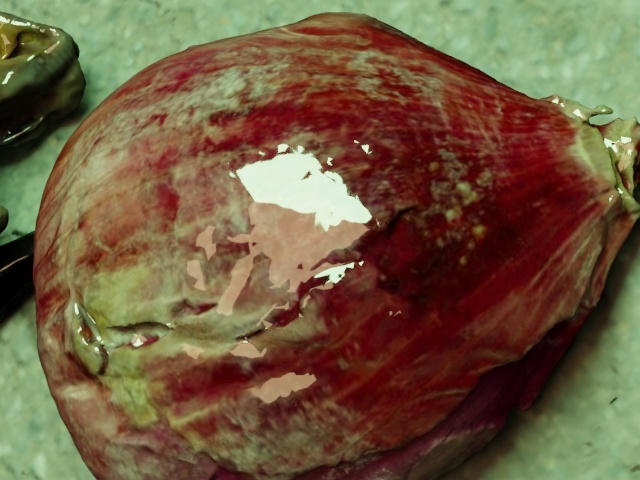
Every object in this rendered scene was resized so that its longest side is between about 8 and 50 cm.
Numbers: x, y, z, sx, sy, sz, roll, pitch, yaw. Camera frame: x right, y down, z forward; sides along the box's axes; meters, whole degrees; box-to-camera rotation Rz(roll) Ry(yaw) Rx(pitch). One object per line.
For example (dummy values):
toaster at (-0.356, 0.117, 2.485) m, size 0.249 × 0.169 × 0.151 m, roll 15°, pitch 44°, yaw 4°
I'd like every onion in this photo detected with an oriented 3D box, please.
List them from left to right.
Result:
onion at (0.000, 0.000, 0.727) m, size 0.283 × 0.120 × 0.227 m, roll -22°, pitch 77°, yaw 16°

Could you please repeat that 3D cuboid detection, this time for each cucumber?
cucumber at (-0.177, 0.032, 0.847) m, size 0.163 × 0.039 × 0.043 m, roll -36°, pitch 90°, yaw 13°

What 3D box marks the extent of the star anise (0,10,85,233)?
star anise at (-0.218, -0.075, 0.863) m, size 0.214 × 0.099 × 0.220 m, roll -1°, pitch 58°, yaw 9°
